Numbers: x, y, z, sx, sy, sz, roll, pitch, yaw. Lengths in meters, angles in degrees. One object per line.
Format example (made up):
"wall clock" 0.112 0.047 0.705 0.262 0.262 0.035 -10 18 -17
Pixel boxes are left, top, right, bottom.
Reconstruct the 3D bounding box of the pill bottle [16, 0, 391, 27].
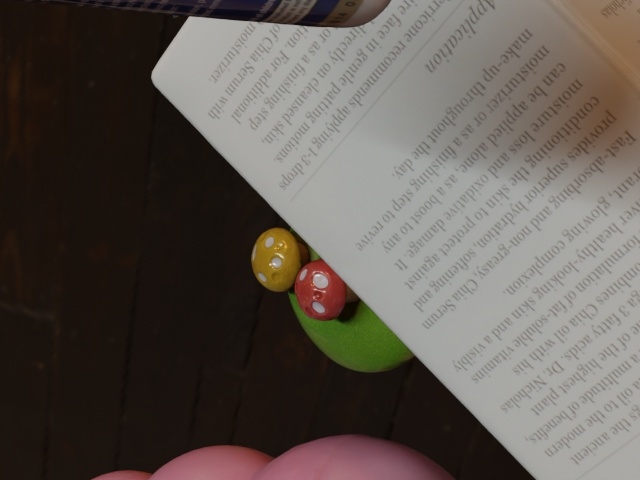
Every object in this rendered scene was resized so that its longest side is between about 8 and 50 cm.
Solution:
"pill bottle" -0.061 -0.112 0.434 0.169 0.094 0.094 1 139 -21

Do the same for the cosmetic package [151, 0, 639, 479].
"cosmetic package" 0.150 -0.027 0.850 0.453 0.161 0.230 47 132 4

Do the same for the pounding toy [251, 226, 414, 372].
"pounding toy" 0.000 0.000 1.318 0.110 0.237 0.183 -4 168 -41

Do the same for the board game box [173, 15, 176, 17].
"board game box" -0.085 -0.263 1.355 0.033 0.169 0.133 18 112 9

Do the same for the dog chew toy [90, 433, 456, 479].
"dog chew toy" -0.051 0.235 1.081 0.331 0.207 0.207 0 132 27
